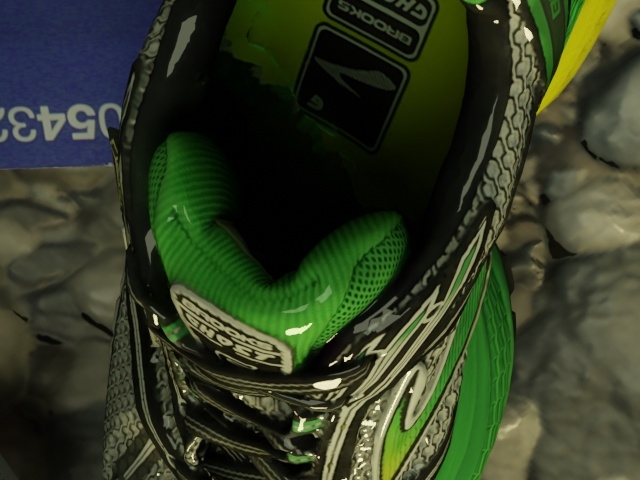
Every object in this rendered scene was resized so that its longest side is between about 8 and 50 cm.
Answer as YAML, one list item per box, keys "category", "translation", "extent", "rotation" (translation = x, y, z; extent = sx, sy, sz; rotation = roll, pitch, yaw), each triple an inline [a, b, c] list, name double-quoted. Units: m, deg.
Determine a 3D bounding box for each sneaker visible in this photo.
- category: "sneaker"
  translation: [-0.015, 0.009, 0.481]
  extent: [0.134, 0.146, 0.343]
  rotation: [21, 125, 14]

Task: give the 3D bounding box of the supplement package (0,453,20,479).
- category: "supplement package"
  translation: [-0.205, 0.137, 0.517]
  extent: [0.134, 0.244, 0.139]
  rotation: [48, 116, 26]

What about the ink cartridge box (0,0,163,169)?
- category: "ink cartridge box"
  translation: [-0.203, -0.150, 0.497]
  extent: [0.324, 0.071, 0.330]
  rotation: [-3, 118, 6]
